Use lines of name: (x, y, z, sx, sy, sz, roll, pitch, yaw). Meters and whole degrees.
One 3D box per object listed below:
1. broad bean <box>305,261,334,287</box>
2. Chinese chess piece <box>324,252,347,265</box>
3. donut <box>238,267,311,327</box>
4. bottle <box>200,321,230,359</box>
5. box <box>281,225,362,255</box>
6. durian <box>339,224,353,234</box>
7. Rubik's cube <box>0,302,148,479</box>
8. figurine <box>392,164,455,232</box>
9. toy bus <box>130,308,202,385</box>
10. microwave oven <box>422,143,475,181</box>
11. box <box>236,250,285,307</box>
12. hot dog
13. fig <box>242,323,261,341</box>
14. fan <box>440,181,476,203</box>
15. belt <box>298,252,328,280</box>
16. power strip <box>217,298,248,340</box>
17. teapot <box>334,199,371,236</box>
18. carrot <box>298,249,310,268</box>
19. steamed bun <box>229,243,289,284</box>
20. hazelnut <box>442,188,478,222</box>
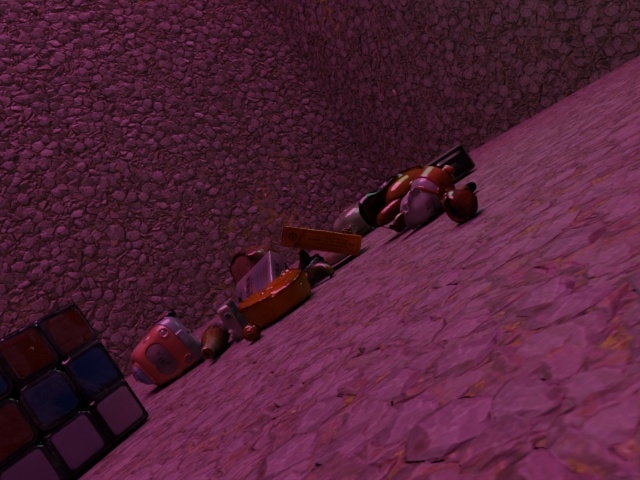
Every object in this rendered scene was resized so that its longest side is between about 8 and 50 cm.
broad bean: (-0.040, 0.129, 1.737, 0.214, 0.070, 0.048, -30, -22, 34)
Chinese chess piece: (0.073, 0.049, 2.073, 0.122, 0.051, 0.122, -33, 3, 2)
donut: (-0.140, 0.170, 1.596, 0.254, 0.118, 0.253, -33, -1, 0)
bottle: (-0.330, 0.311, 1.614, 0.083, 0.083, 0.270, -33, 3, -2)
box: (0.000, 0.000, 1.872, 0.275, 0.076, 0.174, 8, -1, -3)
durian: (0.094, 0.014, 2.338, 0.140, 0.078, 0.224, -46, -6, -12)
Rubik's cube: (-0.686, 0.408, 1.217, 0.363, 0.358, 0.362, -29, 3, 33)
figurine: (0.301, -0.125, 1.548, 0.271, 0.143, 0.143, -33, 2, -12)
toy bus: (-0.524, 0.375, 1.744, 0.232, 0.194, 0.288, -43, 7, -26)
microwave oven: (0.517, -0.290, 2.184, 0.205, 0.129, 0.163, -33, 4, 1)
box: (-0.214, 0.167, 1.853, 0.243, 0.067, 0.155, -44, 38, 36)
hot dog: (0.293, -0.124, 1.683, 0.326, 0.194, 0.107, -38, 32, -19)
fig: (-0.182, 0.251, 1.421, 0.050, 0.050, 0.083, -33, -17, -3)
fan: (0.397, -0.127, 1.466, 0.082, 0.039, 0.155, -32, 1, 45)
belt: (-0.034, 0.118, 1.838, 0.151, 0.079, 0.121, -45, 10, 5)
power strip: (-0.285, 0.256, 1.713, 0.046, 0.117, 0.270, -31, 2, -6)
teapot: (0.145, -0.076, 2.515, 0.220, 0.149, 0.318, -41, 5, -19)
carrot: (-0.054, 0.088, 1.990, 0.069, 0.069, 0.336, -34, -16, -11)
steamed bun: (-0.223, 0.138, 2.103, 0.199, 0.251, 0.301, -19, -8, -31)
hazelnut: (0.310, -0.080, 1.171, 0.086, 0.086, 0.086, -33, 2, 1)
